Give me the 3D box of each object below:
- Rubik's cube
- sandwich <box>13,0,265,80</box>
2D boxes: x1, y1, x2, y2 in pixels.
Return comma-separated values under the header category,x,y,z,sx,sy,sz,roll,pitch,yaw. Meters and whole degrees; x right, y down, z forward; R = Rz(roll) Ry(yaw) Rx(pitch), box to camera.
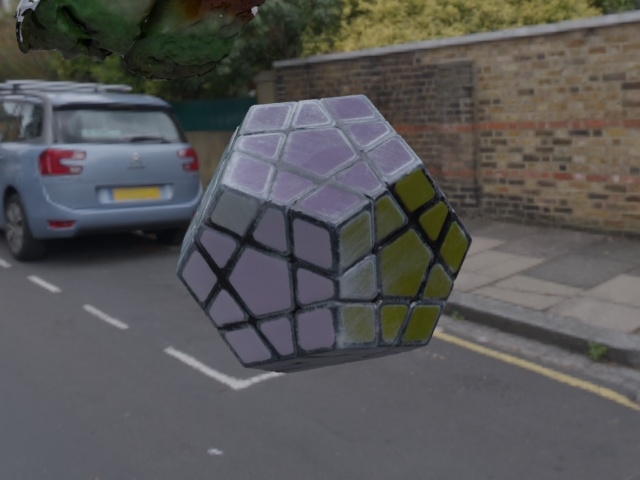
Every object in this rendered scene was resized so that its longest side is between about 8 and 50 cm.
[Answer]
category,x,y,z,sx,sy,sz,roll,pitch,yaw
Rubik's cube,0.000,0.000,0.783,0.319,0.264,0.319,-7,-15,-2
sandwich,-0.037,-0.226,0.378,0.109,0.292,0.212,29,-42,-33
